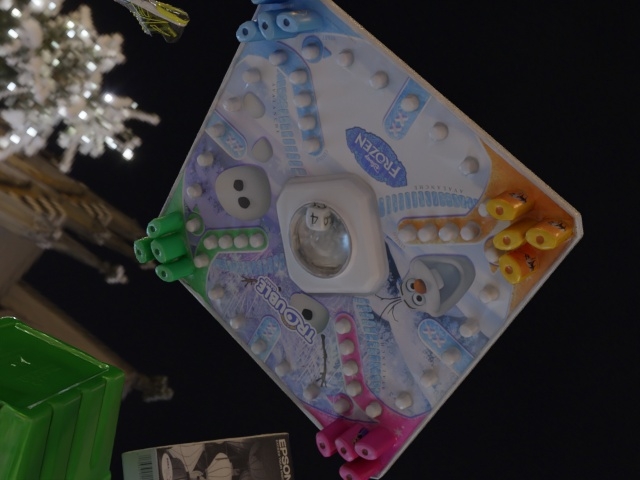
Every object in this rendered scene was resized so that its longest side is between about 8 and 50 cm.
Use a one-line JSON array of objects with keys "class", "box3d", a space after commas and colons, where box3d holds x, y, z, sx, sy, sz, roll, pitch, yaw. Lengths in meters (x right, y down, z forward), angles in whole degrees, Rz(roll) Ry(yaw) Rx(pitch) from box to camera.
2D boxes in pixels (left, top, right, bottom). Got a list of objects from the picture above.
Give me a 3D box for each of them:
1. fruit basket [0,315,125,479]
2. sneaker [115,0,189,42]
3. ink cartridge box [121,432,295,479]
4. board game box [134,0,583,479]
[{"class": "fruit basket", "box3d": [-0.412, 0.282, 1.021, 0.283, 0.392, 0.392, 25, -101, 5]}, {"class": "sneaker", "box3d": [-0.173, -0.224, 0.944, 0.083, 0.031, 0.035, 26, -66, 9]}, {"class": "ink cartridge box", "box3d": [-0.109, 0.335, 1.209, 0.065, 0.333, 0.165, -16, -104, 30]}, {"class": "board game box", "box3d": [0.000, 0.000, 0.951, 0.390, 0.050, 0.390, 44, -54, 18]}]
